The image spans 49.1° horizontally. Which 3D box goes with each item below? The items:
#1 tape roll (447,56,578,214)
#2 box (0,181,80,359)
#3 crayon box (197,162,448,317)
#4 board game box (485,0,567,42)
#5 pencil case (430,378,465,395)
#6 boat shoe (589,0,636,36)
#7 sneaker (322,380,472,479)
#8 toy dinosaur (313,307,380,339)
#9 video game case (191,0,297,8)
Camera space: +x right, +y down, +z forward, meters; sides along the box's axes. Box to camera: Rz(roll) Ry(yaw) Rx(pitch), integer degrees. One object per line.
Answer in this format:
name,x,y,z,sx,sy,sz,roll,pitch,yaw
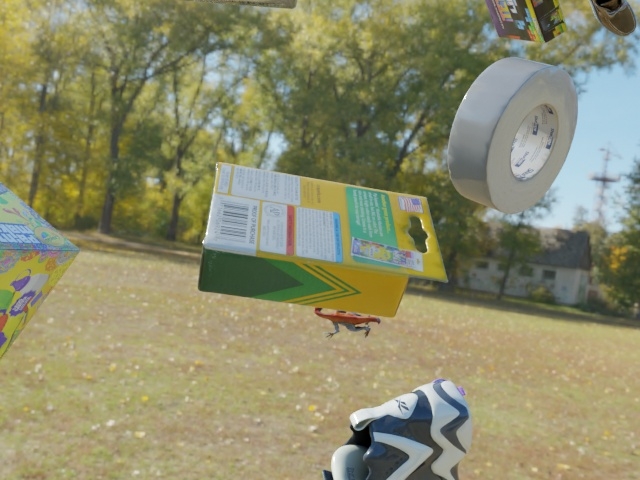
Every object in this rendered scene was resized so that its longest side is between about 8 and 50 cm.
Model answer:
tape roll,0.284,-0.152,1.025,0.219,0.219,0.072,9,14,-47
box,-0.490,0.039,0.777,0.279,0.290,0.177,39,5,9
crayon box,0.000,0.000,0.992,0.322,0.083,0.203,8,37,-8
board game box,0.309,-0.405,1.115,0.048,0.170,0.141,-33,25,-6
pencil case,0.252,0.390,1.614,0.088,0.086,0.206,-11,-29,-29
boat shoe,0.601,-0.497,1.464,0.183,0.066,0.066,43,22,-15
sneaker,0.076,0.269,0.756,0.153,0.235,0.094,-5,27,-13
toy dinosaur,0.034,0.107,1.014,0.082,0.047,0.090,22,-38,-13
video game case,-0.122,-0.230,0.584,0.212,0.023,0.193,4,8,-4
